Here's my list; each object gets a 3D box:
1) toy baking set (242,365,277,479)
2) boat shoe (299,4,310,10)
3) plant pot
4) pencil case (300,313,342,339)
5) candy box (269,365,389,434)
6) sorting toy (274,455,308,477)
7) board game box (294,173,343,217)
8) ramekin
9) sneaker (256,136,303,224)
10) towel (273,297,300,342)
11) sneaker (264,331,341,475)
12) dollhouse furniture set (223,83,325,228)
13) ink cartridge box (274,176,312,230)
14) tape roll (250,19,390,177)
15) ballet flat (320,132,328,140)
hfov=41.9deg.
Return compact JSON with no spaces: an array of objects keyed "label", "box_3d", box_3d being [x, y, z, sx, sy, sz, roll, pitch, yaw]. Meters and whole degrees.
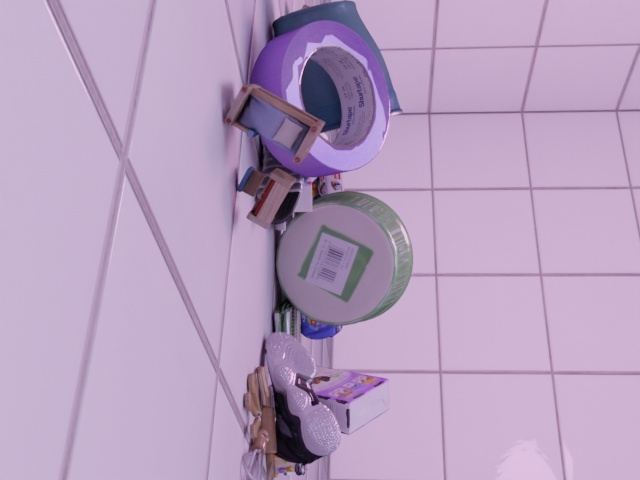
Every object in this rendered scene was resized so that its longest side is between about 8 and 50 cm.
[{"label":"toy baking set","box_3d":[-0.110,0.346,1.463,0.197,0.030,0.256,54,29,-73]},{"label":"boat shoe","box_3d":[-0.034,-0.506,2.179,0.098,0.109,0.302,-50,172,-4]},{"label":"plant pot","box_3d":[0.015,-0.362,1.776,0.271,0.271,0.255,-62,139,-81]},{"label":"pencil case","box_3d":[-0.001,0.135,2.297,0.119,0.133,0.306,-36,133,-43]},{"label":"candy box","box_3d":[0.019,0.324,1.724,0.165,0.196,0.070,-15,107,-55]},{"label":"sorting toy","box_3d":[-0.063,0.470,1.763,0.045,0.075,0.083,-86,174,-47]},{"label":"board game box","box_3d":[0.000,0.000,2.077,0.193,0.053,0.305,-41,-133,54]},{"label":"ramekin","box_3d":[0.046,0.045,1.844,0.148,0.303,0.303,-21,111,-76]},{"label":"sneaker","box_3d":[-0.073,-0.115,1.610,0.132,0.086,0.229,87,4,-64]},{"label":"towel","box_3d":[-0.074,0.247,1.922,0.325,0.038,0.248,-66,155,-83]},{"label":"sneaker","box_3d":[-0.065,0.319,1.614,0.153,0.101,0.269,-54,-130,38]},{"label":"dollhouse furniture set","box_3d":[-0.095,-0.128,1.280,0.184,0.129,0.129,-61,-179,11]},{"label":"ink cartridge box","box_3d":[-0.059,-0.112,1.740,0.104,0.061,0.181,-169,-102,-73]},{"label":"tape roll","box_3d":[0.004,-0.257,1.532,0.274,0.090,0.275,5,83,-43]},{"label":"ballet flat","box_3d":[-0.013,-0.251,2.172,0.203,0.074,0.074,82,9,-61]}]
